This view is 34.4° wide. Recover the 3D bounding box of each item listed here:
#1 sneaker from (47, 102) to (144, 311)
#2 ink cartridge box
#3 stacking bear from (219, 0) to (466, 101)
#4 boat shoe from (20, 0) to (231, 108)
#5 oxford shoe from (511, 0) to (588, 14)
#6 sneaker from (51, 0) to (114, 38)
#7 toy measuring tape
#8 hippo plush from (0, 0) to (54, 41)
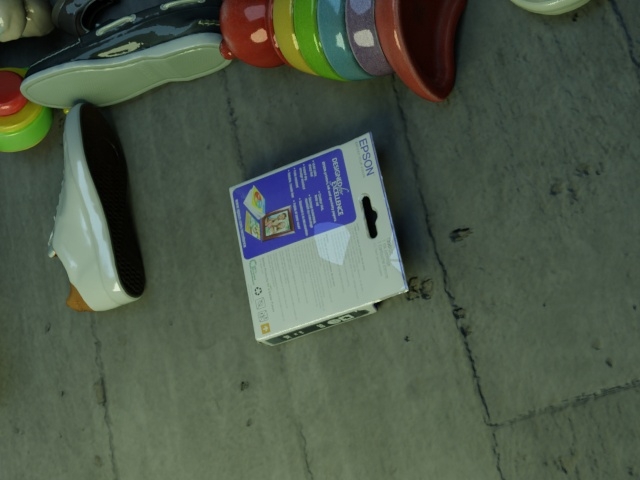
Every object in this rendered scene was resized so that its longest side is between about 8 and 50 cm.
[{"bbox_3d":[-0.328,-0.043,1.397,0.123,0.106,0.290,-19,71,21],"label":"sneaker"},{"bbox_3d":[0.000,0.000,1.244,0.208,0.045,0.206,-20,70,24],"label":"ink cartridge box"},{"bbox_3d":[0.006,-0.266,1.246,0.289,0.164,0.175,5,81,34],"label":"stacking bear"},{"bbox_3d":[-0.264,-0.255,1.406,0.303,0.114,0.091,-10,69,8],"label":"boat shoe"},{"bbox_3d":[0.199,-0.458,1.197,0.169,0.130,0.449,-25,69,20],"label":"oxford shoe"},{"bbox_3d":[-0.317,-0.380,1.506,0.071,0.066,0.188,31,97,11],"label":"sneaker"},{"bbox_3d":[-0.504,-0.173,1.473,0.330,0.121,0.121,-12,70,-6],"label":"toy measuring tape"},{"bbox_3d":[-0.559,-0.299,1.496,0.236,0.294,0.234,-60,26,16],"label":"hippo plush"}]
